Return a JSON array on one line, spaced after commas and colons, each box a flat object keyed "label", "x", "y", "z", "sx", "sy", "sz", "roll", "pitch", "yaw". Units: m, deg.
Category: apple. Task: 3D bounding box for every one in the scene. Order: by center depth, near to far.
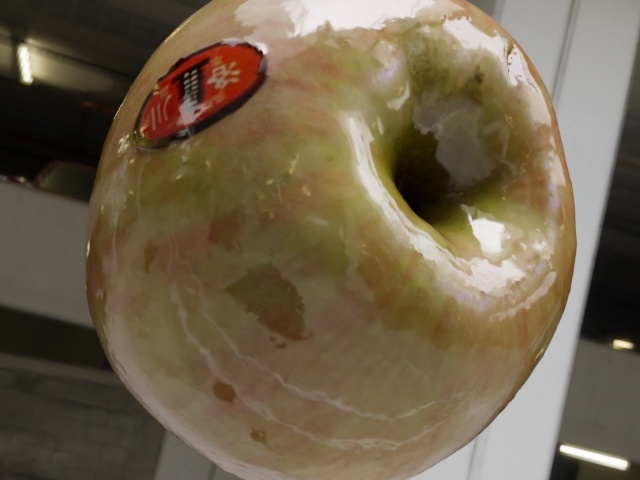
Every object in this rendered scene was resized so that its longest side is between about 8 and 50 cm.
[{"label": "apple", "x": 0.000, "y": 0.000, "z": 0.805, "sx": 0.392, "sy": 0.391, "sz": 0.346, "roll": 18, "pitch": -25, "yaw": -29}]
